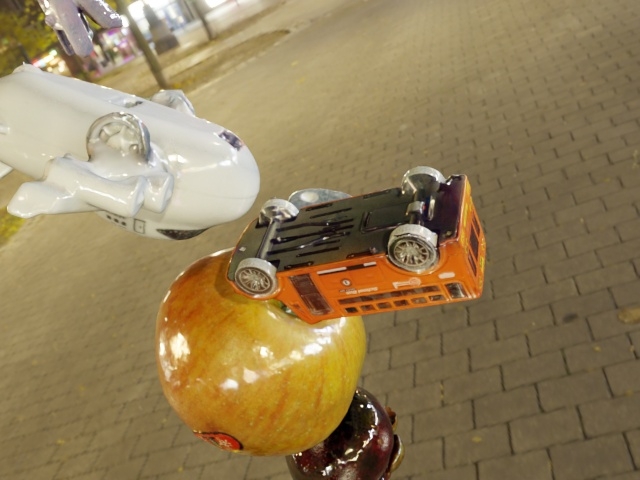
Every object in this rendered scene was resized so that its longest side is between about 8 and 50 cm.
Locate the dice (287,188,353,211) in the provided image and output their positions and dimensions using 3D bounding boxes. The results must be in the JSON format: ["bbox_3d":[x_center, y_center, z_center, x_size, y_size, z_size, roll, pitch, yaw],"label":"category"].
[{"bbox_3d":[0.000,0.000,1.616,0.182,0.182,0.183,11,40,6],"label":"dice"}]

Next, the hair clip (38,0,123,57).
[{"bbox_3d":[-0.317,-0.332,0.807,0.090,0.279,0.137,27,64,36],"label":"hair clip"}]

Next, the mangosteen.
[{"bbox_3d":[0.073,0.535,1.836,0.307,0.346,0.307,-40,36,38],"label":"mangosteen"}]

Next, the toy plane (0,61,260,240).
[{"bbox_3d":[-0.169,-0.064,0.557,0.244,0.118,0.245,16,18,-5],"label":"toy plane"}]

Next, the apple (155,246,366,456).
[{"bbox_3d":[-0.099,0.195,1.299,0.333,0.400,0.400,-34,11,44],"label":"apple"}]

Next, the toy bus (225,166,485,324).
[{"bbox_3d":[0.044,0.020,0.935,0.329,0.153,0.143,-11,38,25],"label":"toy bus"}]

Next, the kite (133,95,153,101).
[{"bbox_3d":[-0.410,-0.191,1.334,0.323,0.267,0.013,-44,-20,-10],"label":"kite"}]
